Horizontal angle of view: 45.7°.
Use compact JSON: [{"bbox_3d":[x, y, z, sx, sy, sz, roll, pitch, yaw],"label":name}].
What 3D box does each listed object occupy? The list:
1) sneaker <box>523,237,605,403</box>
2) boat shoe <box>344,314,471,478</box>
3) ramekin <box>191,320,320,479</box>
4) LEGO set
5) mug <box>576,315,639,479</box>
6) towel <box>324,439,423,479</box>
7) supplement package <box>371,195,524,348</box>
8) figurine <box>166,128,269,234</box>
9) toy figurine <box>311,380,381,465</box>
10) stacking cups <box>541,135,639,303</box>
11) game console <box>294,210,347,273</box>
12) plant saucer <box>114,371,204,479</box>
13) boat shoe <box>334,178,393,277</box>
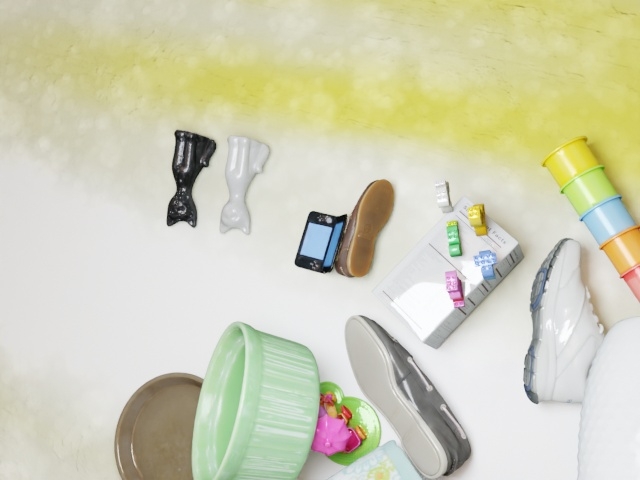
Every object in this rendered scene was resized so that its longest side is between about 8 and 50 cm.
[{"bbox_3d":[0.436,0.144,1.339,0.129,0.111,0.297,7,84,5],"label":"sneaker"},{"bbox_3d":[0.157,0.280,1.408,0.335,0.095,0.112,59,135,25],"label":"boat shoe"},{"bbox_3d":[-0.118,0.309,1.378,0.148,0.303,0.303,16,81,-19],"label":"ramekin"},{"bbox_3d":[0.246,-0.010,1.284,0.087,0.093,0.227,-10,74,17],"label":"LEGO set"},{"bbox_3d":[0.520,0.276,1.120,0.276,0.374,0.328,-1,71,24],"label":"mug"},{"bbox_3d":[0.084,0.558,1.260,0.320,0.090,0.374,-28,49,-9],"label":"towel"},{"bbox_3d":[0.238,0.062,1.395,0.244,0.134,0.139,-46,67,4],"label":"supplement package"},{"bbox_3d":[-0.228,-0.120,1.636,0.215,0.092,0.209,9,88,20],"label":"figurine"},{"bbox_3d":[0.017,0.332,1.396,0.130,0.159,0.173,-38,68,7],"label":"toy figurine"},{"bbox_3d":[0.520,-0.035,1.352,0.096,0.096,0.316,-32,73,10],"label":"stacking cups"},{"bbox_3d":[0.000,0.000,1.527,0.107,0.071,0.122,14,82,21],"label":"game console"},{"bbox_3d":[-0.292,0.410,1.550,0.278,0.041,0.278,-4,76,18],"label":"plant saucer"},{"bbox_3d":[0.080,-0.026,1.506,0.073,0.073,0.207,3,67,61],"label":"boat shoe"}]
